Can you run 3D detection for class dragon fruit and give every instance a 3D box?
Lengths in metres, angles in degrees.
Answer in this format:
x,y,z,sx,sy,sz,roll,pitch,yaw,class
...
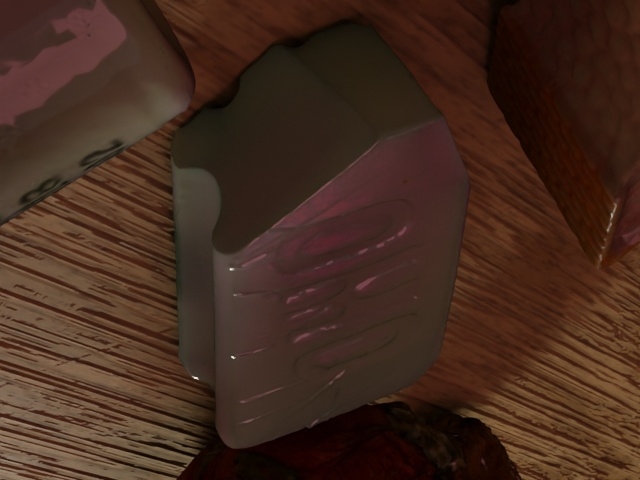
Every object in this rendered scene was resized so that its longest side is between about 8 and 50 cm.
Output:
x,y,z,sx,sy,sz,roll,pitch,yaw,class
-0.018,0.286,1.558,0.342,0.277,0.277,-47,145,10,dragon fruit

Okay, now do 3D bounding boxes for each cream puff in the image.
x,y,z,sx,sy,sz,roll,pitch,yaw,class
0.104,0.279,1.775,0.169,0.183,0.183,-21,154,27,cream puff

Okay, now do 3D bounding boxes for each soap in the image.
x,y,z,sx,sy,sz,roll,pitch,yaw,class
0.000,0.000,1.323,0.208,0.115,0.347,-20,146,-17,soap

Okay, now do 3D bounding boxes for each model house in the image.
x,y,z,sx,sy,sz,roll,pitch,yaw,class
0.254,-0.134,1.283,0.237,0.202,0.237,-15,152,-36,model house

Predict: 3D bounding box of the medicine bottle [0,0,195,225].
x,y,z,sx,sy,sz,roll,pitch,yaw,class
-0.278,-0.063,0.910,0.388,0.219,0.219,-33,148,1,medicine bottle
